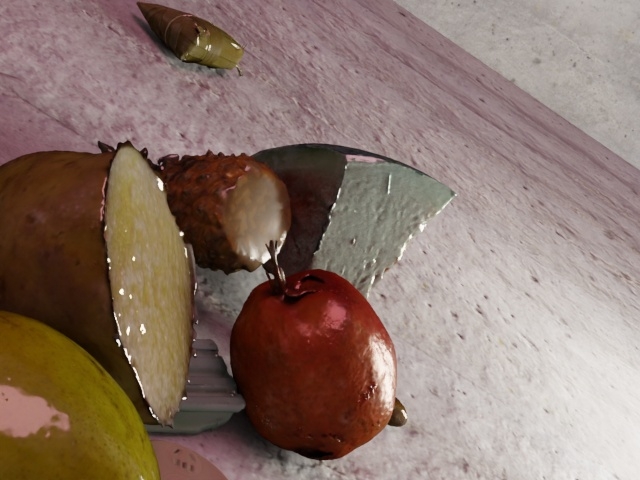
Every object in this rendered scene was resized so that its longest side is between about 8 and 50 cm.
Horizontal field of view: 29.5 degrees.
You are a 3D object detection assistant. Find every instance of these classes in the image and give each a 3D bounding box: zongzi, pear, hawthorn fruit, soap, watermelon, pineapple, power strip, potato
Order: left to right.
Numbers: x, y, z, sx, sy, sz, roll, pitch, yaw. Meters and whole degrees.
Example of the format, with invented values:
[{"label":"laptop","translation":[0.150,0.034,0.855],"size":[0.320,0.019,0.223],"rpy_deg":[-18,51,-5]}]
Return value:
[{"label":"pear","translation":[-0.283,0.195,1.088],"size":[0.307,0.253,0.253],"rpy_deg":[30,27,-7]},{"label":"potato","translation":[-0.282,0.050,1.290],"size":[0.301,0.237,0.289],"rpy_deg":[73,15,-45]},{"label":"soap","translation":[-0.196,0.170,1.449],"size":[0.198,0.063,0.115],"rpy_deg":[10,39,-43]},{"label":"power strip","translation":[-0.160,0.287,1.278],"size":[0.154,0.078,0.154],"rpy_deg":[28,23,-13]},{"label":"pineapple","translation":[-0.205,-0.052,1.639],"size":[0.340,0.169,0.169],"rpy_deg":[10,8,38]},{"label":"zongzi","translation":[-0.238,-0.391,2.304],"size":[0.178,0.081,0.189],"rpy_deg":[41,19,31]},{"label":"hawthorn fruit","translation":[-0.020,0.128,1.516],"size":[0.211,0.211,0.299],"rpy_deg":[-94,168,-57]},{"label":"watermelon","translation":[0.000,0.000,1.707],"size":[0.228,0.387,0.258],"rpy_deg":[19,65,-58]}]

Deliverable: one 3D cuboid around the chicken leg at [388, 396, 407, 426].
[{"label":"chicken leg","translation":[0.044,0.196,1.712],"size":[0.198,0.069,0.085],"rpy_deg":[41,2,-6]}]
